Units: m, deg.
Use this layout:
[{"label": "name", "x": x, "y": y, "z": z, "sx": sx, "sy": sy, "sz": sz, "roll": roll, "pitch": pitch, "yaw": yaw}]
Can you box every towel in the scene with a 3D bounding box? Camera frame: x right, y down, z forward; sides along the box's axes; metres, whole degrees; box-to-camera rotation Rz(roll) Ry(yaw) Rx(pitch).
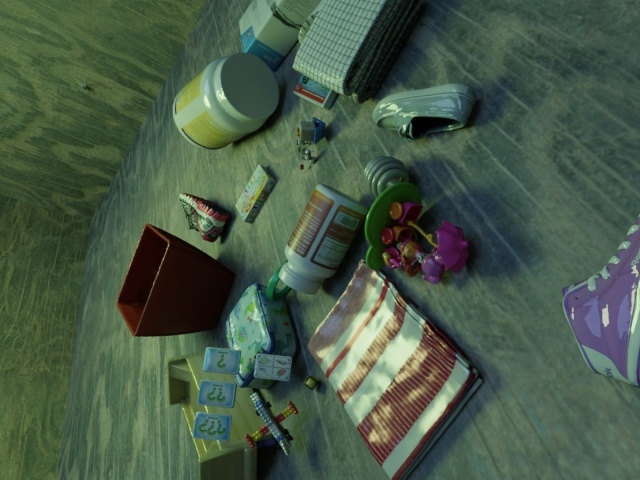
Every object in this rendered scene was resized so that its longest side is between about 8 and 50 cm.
[{"label": "towel", "x": 0.101, "y": 0.207, "z": 0.789, "sx": 0.237, "sy": 0.037, "sz": 0.329, "roll": -60, "pitch": 37, "yaw": 15}, {"label": "towel", "x": 0.084, "y": -0.487, "z": 1.059, "sx": 0.235, "sy": 0.121, "sz": 0.283, "roll": 46, "pitch": 112, "yaw": 43}]

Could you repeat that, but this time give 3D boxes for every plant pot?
[{"label": "plant pot", "x": -0.416, "y": 0.130, "z": 1.329, "sx": 0.267, "sy": 0.236, "sz": 0.267, "roll": 22, "pitch": 91, "yaw": 54}]

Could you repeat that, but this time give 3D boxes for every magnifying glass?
[{"label": "magnifying glass", "x": -0.050, "y": 0.038, "z": 1.040, "sx": 0.026, "sy": 0.092, "sz": 0.230, "roll": 34, "pitch": 90, "yaw": 25}]

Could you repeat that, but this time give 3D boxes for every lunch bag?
[{"label": "lunch bag", "x": -0.147, "y": 0.225, "z": 1.060, "sx": 0.176, "sy": 0.090, "sz": 0.218, "roll": -53, "pitch": 38, "yaw": 26}]

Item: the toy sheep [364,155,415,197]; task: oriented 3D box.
[{"label": "toy sheep", "x": 0.128, "y": -0.121, "z": 0.869, "sx": 0.091, "sy": 0.091, "sz": 0.132, "roll": -58, "pitch": 37, "yaw": 16}]

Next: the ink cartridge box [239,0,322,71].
[{"label": "ink cartridge box", "x": -0.127, "y": -0.755, "z": 1.475, "sx": 0.307, "sy": 0.129, "sz": 0.223, "roll": -41, "pitch": 44, "yaw": 33}]

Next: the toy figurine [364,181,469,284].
[{"label": "toy figurine", "x": 0.166, "y": 0.012, "z": 0.749, "sx": 0.159, "sy": 0.130, "sz": 0.173, "roll": 39, "pitch": 120, "yaw": 43}]

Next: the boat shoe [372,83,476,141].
[{"label": "boat shoe", "x": 0.182, "y": -0.234, "z": 0.861, "sx": 0.228, "sy": 0.079, "sz": 0.081, "roll": 3, "pitch": 72, "yaw": 50}]

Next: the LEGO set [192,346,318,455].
[{"label": "LEGO set", "x": -0.131, "y": 0.316, "z": 0.900, "sx": 0.245, "sy": 0.060, "sz": 0.182, "roll": 4, "pitch": 73, "yaw": 7}]

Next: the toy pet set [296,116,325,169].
[{"label": "toy pet set", "x": -0.024, "y": -0.264, "z": 1.182, "sx": 0.114, "sy": 0.065, "sz": 0.122, "roll": 97, "pitch": 167, "yaw": -50}]

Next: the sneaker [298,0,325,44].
[{"label": "sneaker", "x": 0.031, "y": -0.617, "z": 1.214, "sx": 0.235, "sy": 0.090, "sz": 0.094, "roll": -37, "pitch": 34, "yaw": 32}]

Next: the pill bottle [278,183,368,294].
[{"label": "pill bottle", "x": 0.000, "y": 0.000, "z": 0.948, "sx": 0.216, "sy": 0.121, "sz": 0.121, "roll": -62, "pitch": 36, "yaw": 10}]

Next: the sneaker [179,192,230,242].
[{"label": "sneaker", "x": -0.417, "y": -0.087, "z": 1.536, "sx": 0.299, "sy": 0.121, "sz": 0.111, "roll": 30, "pitch": 99, "yaw": 54}]

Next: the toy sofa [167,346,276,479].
[{"label": "toy sofa", "x": -0.238, "y": 0.417, "z": 1.061, "sx": 0.362, "sy": 0.177, "sz": 0.150, "roll": 39, "pitch": 129, "yaw": 53}]

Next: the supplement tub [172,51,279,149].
[{"label": "supplement tub", "x": -0.309, "y": -0.445, "z": 1.466, "sx": 0.331, "sy": 0.241, "sz": 0.240, "roll": -8, "pitch": 68, "yaw": 50}]

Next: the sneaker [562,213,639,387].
[{"label": "sneaker", "x": 0.352, "y": 0.018, "z": 0.502, "sx": 0.161, "sy": 0.102, "sz": 0.281, "roll": -3, "pitch": 71, "yaw": 55}]

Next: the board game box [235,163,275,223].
[{"label": "board game box", "x": -0.197, "y": -0.140, "z": 1.353, "sx": 0.154, "sy": 0.026, "sz": 0.103, "roll": -57, "pitch": 37, "yaw": 16}]

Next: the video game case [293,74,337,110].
[{"label": "video game case", "x": 0.038, "y": -0.509, "z": 1.230, "sx": 0.285, "sy": 0.025, "sz": 0.204, "roll": -60, "pitch": 37, "yaw": 13}]
